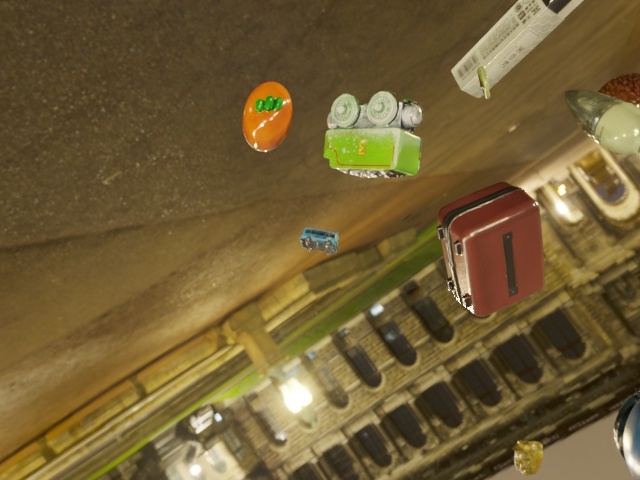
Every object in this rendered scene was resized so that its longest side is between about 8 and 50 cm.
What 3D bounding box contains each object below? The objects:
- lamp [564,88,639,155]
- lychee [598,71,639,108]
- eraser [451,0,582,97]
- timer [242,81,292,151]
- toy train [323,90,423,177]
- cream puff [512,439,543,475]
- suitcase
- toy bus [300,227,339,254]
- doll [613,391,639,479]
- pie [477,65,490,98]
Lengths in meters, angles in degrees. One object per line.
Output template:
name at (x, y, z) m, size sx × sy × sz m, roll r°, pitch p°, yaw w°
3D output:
lamp at (0.577, -0.235, 1.243) m, size 0.101 × 0.250 × 0.101 m, roll -16°, pitch 133°, yaw -18°
lychee at (0.754, -0.312, 1.511) m, size 0.194 × 0.194 × 0.194 m, roll -35°, pitch 172°, yaw -5°
eraser at (0.554, -0.584, 1.783) m, size 0.096 × 0.098 × 0.404 m, roll 11°, pitch 140°, yaw -38°
timer at (-0.105, -0.247, 1.226) m, size 0.099 × 0.136 × 0.136 m, roll 3°, pitch 170°, yaw 0°
toy train at (0.159, -0.314, 1.896) m, size 0.307 × 0.249 × 0.173 m, roll 6°, pitch -179°, yaw 36°
cream puff at (0.486, 0.506, 1.476) m, size 0.083 × 0.083 × 0.058 m, roll -56°, pitch -151°, yaw -6°
suitcase at (0.427, 0.023, 1.560) m, size 0.236 × 0.297 × 0.161 m, roll -24°, pitch -146°, yaw -9°
toy bus at (0.000, 0.000, 1.398) m, size 0.038 × 0.083 × 0.046 m, roll 79°, pitch 26°, yaw -53°
doll at (0.555, 0.352, 0.918) m, size 0.284 × 0.240 × 0.310 m, roll 26°, pitch -87°, yaw 61°
pie at (0.394, -0.378, 1.514) m, size 0.021 × 0.084 × 0.084 m, roll -14°, pitch 177°, yaw 13°
